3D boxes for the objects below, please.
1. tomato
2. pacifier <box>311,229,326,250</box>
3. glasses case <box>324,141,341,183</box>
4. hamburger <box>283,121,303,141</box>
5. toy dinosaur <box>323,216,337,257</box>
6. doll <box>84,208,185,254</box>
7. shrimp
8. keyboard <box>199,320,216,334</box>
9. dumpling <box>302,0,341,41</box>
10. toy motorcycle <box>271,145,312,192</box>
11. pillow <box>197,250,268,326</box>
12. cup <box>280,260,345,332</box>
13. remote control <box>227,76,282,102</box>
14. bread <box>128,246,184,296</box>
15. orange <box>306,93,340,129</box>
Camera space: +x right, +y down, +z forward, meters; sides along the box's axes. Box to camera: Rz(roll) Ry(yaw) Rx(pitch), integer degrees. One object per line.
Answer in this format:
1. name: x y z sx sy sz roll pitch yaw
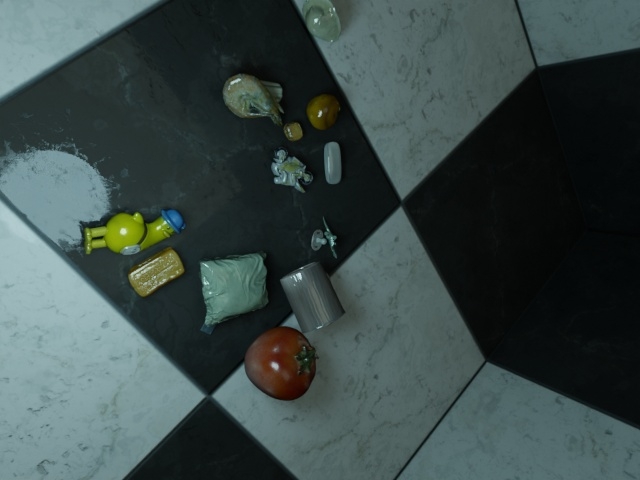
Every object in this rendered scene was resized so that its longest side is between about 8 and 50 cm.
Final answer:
1. tomato: -0.177 0.531 1.960 0.322 0.321 0.321 -6 102 -32
2. pacifier: 0.000 0.000 2.109 0.082 0.078 0.099 4 95 -48
3. glasses case: 0.057 -0.358 2.096 0.074 0.049 0.193 -11 105 -31
4. hamburger: -0.119 -0.472 1.967 0.076 0.044 0.083 -31 116 -26
5. toy dinosaur: 0.047 -0.013 2.134 0.044 0.187 0.106 -24 149 -3
6. doll: -0.667 -0.030 1.660 0.363 0.145 0.199 -13 145 -39
7. shrimp: -0.262 -0.541 1.823 0.168 0.077 0.317 -30 141 17
8. keyboard: -0.443 0.312 1.920 0.055 0.014 0.176 36 79 -33
9. dumpling: 0.015 -0.933 1.907 0.181 0.155 0.111 14 67 -24
10. toy motorcycle: -0.137 -0.295 1.972 0.229 0.074 0.151 42 79 -32
11. pillow: -0.351 0.194 1.882 0.310 0.138 0.283 -10 107 -37
12. cup: -0.014 0.240 2.031 0.288 0.208 0.273 -26 91 -35
13. remote control: -0.264 -0.609 1.846 0.230 0.049 0.090 -5 104 -30
14. bread: -0.627 0.118 1.732 0.200 0.077 0.115 -34 116 -21
15. orange: 0.011 -0.567 1.990 0.156 0.134 0.156 -52 162 -24
